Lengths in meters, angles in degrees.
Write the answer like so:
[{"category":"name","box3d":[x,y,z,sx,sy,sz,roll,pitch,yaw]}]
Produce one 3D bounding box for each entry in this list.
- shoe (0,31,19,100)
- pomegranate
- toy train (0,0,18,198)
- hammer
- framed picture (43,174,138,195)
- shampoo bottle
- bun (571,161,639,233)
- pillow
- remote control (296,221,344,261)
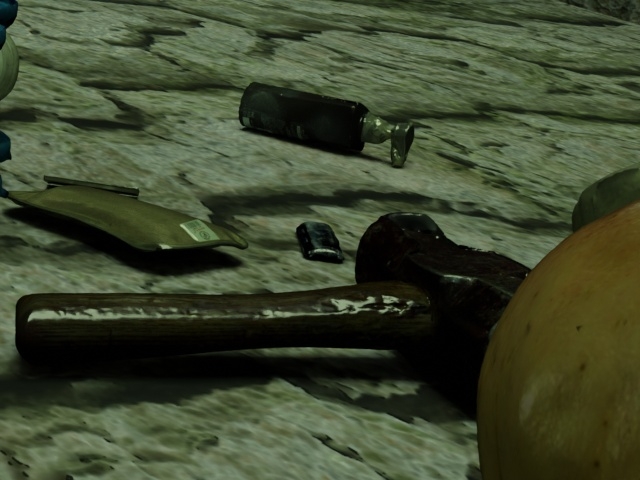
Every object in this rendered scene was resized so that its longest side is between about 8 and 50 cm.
[{"category":"shoe","box3d":[-0.483,-0.203,1.953,0.316,0.124,0.159,5,3,7]},{"category":"pomegranate","box3d":[0.245,0.085,0.963,0.338,0.338,0.338,9,15,-2]},{"category":"toy train","box3d":[-0.405,-0.137,1.674,0.265,0.188,0.300,3,17,-7]},{"category":"hammer","box3d":[-0.030,0.062,1.381,0.409,0.095,0.242,-3,18,-23]},{"category":"framed picture","box3d":[-0.215,-0.051,1.768,0.089,0.006,0.066,8,-1,-5]},{"category":"shampoo bottle","box3d":[0.008,-0.135,2.162,0.208,0.063,0.057,14,5,22]},{"category":"bun","box3d":[0.344,-0.018,1.711,0.239,0.141,0.239,-23,-9,-4]},{"category":"pillow","box3d":[-0.171,-0.020,1.656,0.217,0.033,0.130,16,11,36]},{"category":"remote control","box3d":[0.000,0.000,1.731,0.039,0.014,0.096,8,16,-8]}]
